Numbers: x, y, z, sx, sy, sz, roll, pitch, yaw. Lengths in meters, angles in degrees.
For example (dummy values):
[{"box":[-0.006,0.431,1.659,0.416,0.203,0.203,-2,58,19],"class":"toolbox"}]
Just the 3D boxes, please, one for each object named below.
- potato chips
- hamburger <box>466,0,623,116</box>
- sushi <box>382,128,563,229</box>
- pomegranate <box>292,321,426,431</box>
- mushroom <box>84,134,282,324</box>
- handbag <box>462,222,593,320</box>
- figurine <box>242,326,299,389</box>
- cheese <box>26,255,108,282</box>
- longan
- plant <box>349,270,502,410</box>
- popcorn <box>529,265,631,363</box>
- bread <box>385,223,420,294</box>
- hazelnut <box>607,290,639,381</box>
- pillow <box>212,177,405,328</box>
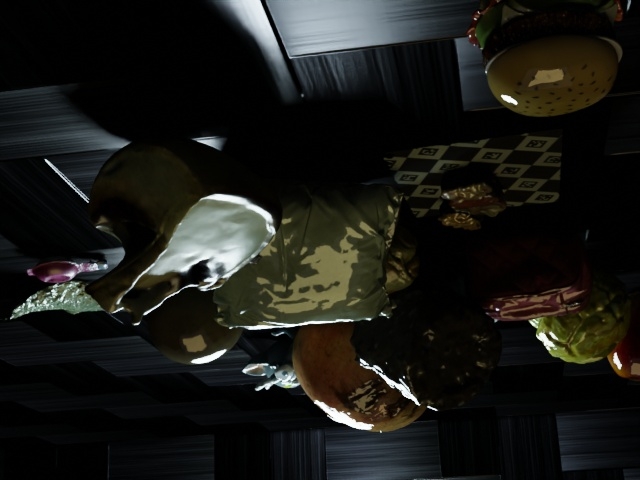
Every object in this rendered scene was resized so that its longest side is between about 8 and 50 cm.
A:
[{"box":[-0.551,0.127,2.130,0.228,0.059,0.167,-15,166,33],"class":"potato chips"},{"box":[0.250,-0.208,1.155,0.175,0.137,0.175,-4,158,-2],"class":"hamburger"},{"box":[0.247,-0.076,1.651,0.264,0.050,0.290,-6,159,11],"class":"sushi"},{"box":[0.098,0.247,2.187,0.322,0.322,0.322,-2,160,-1],"class":"pomegranate"},{"box":[-0.198,-0.031,1.529,0.217,0.212,0.292,-5,136,-51],"class":"mushroom"},{"box":[0.370,0.058,1.900,0.225,0.146,0.135,-9,154,19],"class":"handbag"},{"box":[-0.077,0.279,2.491,0.193,0.140,0.265,-21,152,-17],"class":"figurine"},{"box":[-0.464,0.052,1.953,0.145,0.038,0.095,-5,163,-11],"class":"cheese"},{"box":[-0.234,0.141,2.014,0.198,0.198,0.212,-6,159,10],"class":"longan"},{"box":[0.160,0.164,1.933,0.215,0.213,0.312,34,174,-36],"class":"plant"},{"box":[0.519,0.145,2.113,0.204,0.183,0.221,-35,153,1],"class":"popcorn"},{"box":[0.064,0.045,1.850,0.232,0.128,0.088,-18,-177,36],"class":"bread"},{"box":[0.701,0.197,2.303,0.208,0.208,0.208,-2,160,-1],"class":"hazelnut"},{"box":[-0.023,0.017,1.675,0.310,0.138,0.283,-1,126,1],"class":"pillow"}]
